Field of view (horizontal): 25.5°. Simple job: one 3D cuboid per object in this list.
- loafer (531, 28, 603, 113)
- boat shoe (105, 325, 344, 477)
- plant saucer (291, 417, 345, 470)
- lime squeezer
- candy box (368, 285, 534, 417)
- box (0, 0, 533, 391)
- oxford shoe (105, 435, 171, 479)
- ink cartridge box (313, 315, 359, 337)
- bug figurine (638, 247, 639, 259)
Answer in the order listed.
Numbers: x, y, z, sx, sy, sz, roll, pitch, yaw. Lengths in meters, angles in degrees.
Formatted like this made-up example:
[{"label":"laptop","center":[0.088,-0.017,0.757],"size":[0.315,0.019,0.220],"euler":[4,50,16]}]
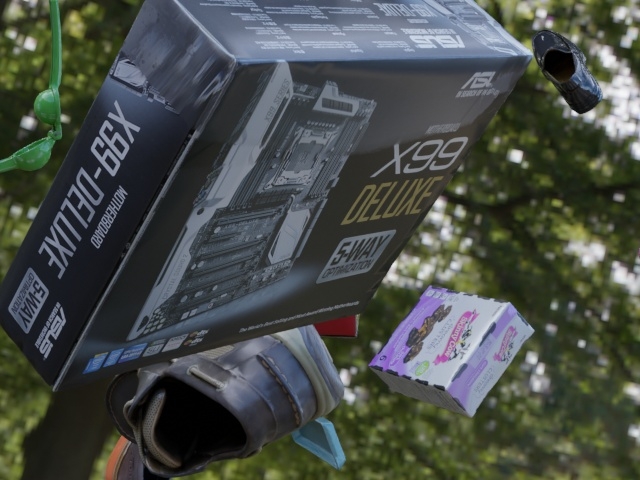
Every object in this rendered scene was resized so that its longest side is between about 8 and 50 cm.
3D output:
[{"label":"loafer","center":[0.325,-0.242,1.913],"size":[0.061,0.062,0.170],"euler":[41,14,-39]},{"label":"boat shoe","center":[-0.127,0.147,1.331],"size":[0.355,0.130,0.132],"euler":[-23,-81,54]},{"label":"plant saucer","center":[-0.011,0.252,1.872],"size":[0.018,0.067,0.192],"euler":[-23,10,-17]},{"label":"lime squeezer","center":[-0.396,-0.167,1.909],"size":[0.110,0.310,0.059],"euler":[31,-3,-5]},{"label":"candy box","center":[0.191,0.159,2.082],"size":[0.070,0.165,0.196],"euler":[48,-19,-27]},{"label":"box","center":[-0.028,-0.041,0.890],"size":[0.076,0.242,0.307],"euler":[47,31,23]},{"label":"oxford shoe","center":[-0.199,0.235,1.943],"size":[0.097,0.271,0.098],"euler":[27,-12,-34]},{"label":"ink cartridge box","center":[0.000,0.000,2.320],"size":[0.130,0.271,0.309],"euler":[1,-54,6]},{"label":"bug figurine","center":[0.440,0.032,1.592],"size":[0.216,0.279,0.072],"euler":[-25,29,-31]}]
